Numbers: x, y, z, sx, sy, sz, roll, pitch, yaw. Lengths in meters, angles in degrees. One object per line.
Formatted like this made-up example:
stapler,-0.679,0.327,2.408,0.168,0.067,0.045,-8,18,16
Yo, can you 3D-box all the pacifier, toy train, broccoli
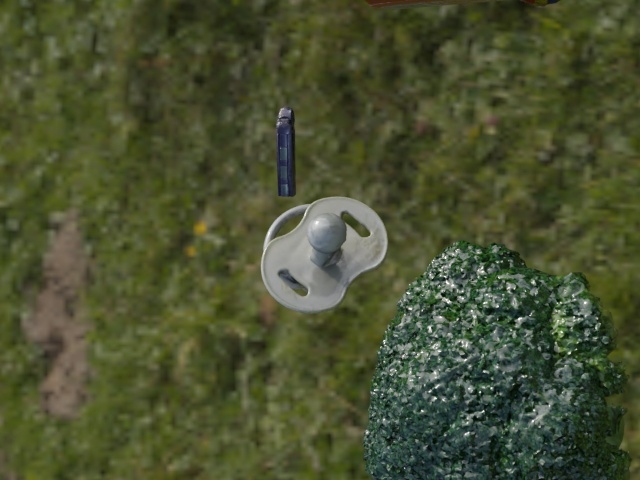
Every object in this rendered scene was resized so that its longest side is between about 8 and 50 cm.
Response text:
pacifier,0.000,0.000,0.989,0.068,0.083,0.064,43,160,15
toy train,-0.033,-0.082,1.557,0.017,0.017,0.083,2,104,12
broccoli,0.161,0.143,1.413,0.265,0.245,0.294,-52,51,13

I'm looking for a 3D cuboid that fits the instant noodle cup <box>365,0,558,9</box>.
instant noodle cup,0.129,-0.342,1.676,0.192,0.250,0.250,-7,83,41
